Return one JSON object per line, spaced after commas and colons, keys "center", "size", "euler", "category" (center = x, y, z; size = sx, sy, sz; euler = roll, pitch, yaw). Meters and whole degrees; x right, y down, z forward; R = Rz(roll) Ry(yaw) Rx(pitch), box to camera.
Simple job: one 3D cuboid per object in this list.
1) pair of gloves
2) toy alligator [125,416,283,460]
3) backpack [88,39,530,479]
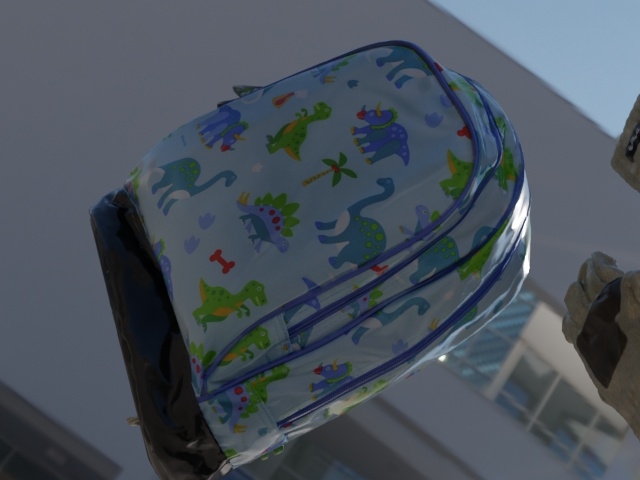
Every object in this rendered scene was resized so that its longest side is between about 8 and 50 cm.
{"center": [0.261, 0.028, 0.878], "size": [0.042, 0.240, 0.204], "euler": [6, 23, -18], "category": "pair of gloves"}
{"center": [-0.102, 0.201, 1.194], "size": [0.189, 0.051, 0.056], "euler": [0, -16, -18], "category": "toy alligator"}
{"center": [0.000, 0.000, 0.952], "size": [0.273, 0.355, 0.290], "euler": [86, -13, -47], "category": "backpack"}
